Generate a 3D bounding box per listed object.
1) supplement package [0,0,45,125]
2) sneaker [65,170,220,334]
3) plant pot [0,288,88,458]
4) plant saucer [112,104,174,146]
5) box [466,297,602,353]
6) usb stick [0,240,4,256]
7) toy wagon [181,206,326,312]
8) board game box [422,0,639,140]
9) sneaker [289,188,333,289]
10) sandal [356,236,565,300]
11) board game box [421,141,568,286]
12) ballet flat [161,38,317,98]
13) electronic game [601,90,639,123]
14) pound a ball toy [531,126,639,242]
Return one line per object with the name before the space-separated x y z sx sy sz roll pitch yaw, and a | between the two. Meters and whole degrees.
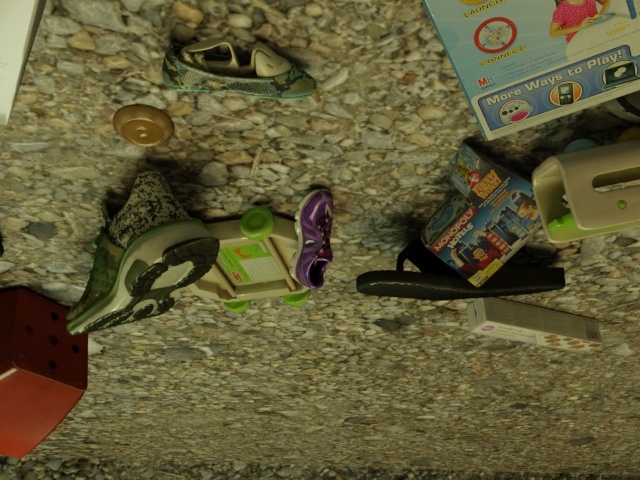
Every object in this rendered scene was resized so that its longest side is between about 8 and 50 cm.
supplement package | -0.319 -0.274 0.538 0.199 0.198 0.263 16 144 -26
sneaker | -0.308 0.024 1.059 0.158 0.182 0.410 -7 159 -45
plant pot | -0.624 0.250 1.332 0.236 0.267 0.267 -28 141 18
plant saucer | -0.245 -0.154 0.907 0.084 0.015 0.083 -1 148 -1
box | 0.472 0.187 1.438 0.324 0.067 0.063 12 145 -22
usb stick | -0.570 -0.047 1.036 0.077 0.045 0.278 3 148 -9
toy wagon | -0.170 0.043 1.179 0.345 0.068 0.267 -7 147 10
board game box | 0.258 -0.272 0.635 0.308 0.086 0.302 -17 137 23
sneaker | 0.000 0.000 1.057 0.068 0.071 0.169 -7 115 -33
sandal | 0.247 0.049 1.177 0.446 0.107 0.168 1 168 -31
board game box | 0.245 -0.050 0.998 0.194 0.060 0.194 -46 125 13
ballet flat | -0.095 -0.208 0.787 0.189 0.070 0.070 0 148 -8
electronic game | 0.442 -0.229 0.784 0.229 0.048 0.229 2 140 2
pound a ball toy | 0.471 -0.103 0.866 0.319 0.135 0.208 -12 171 -1
